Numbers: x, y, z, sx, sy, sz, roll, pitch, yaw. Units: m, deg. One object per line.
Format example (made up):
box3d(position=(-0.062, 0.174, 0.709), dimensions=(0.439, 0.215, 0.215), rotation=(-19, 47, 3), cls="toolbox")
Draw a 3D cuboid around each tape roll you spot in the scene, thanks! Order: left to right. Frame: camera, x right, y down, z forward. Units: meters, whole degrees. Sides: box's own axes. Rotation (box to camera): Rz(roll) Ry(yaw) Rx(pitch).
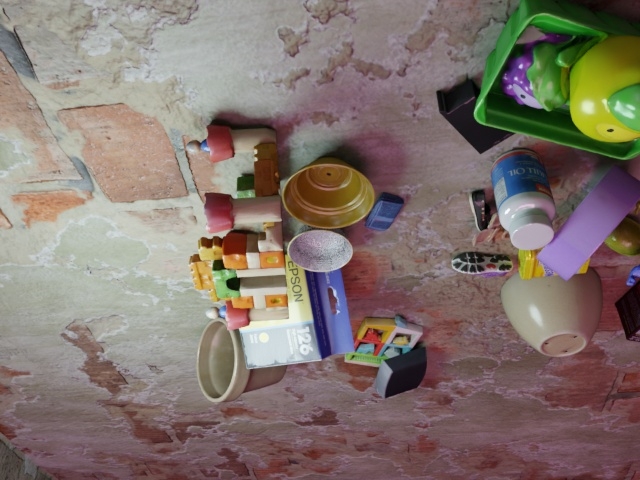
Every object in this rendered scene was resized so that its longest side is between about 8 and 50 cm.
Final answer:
box3d(position=(0.620, -0.039, 1.495), dimensions=(0.090, 0.275, 0.275), rotation=(41, 141, 16), cls="tape roll")

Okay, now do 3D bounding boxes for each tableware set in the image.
box3d(position=(0.468, -0.038, 1.654), dimensions=(0.169, 0.020, 0.141), rotation=(-11, 146, -20), cls="tableware set")

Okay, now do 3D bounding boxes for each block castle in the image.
box3d(position=(-0.192, -0.017, 1.529), dimensions=(0.213, 0.303, 0.453), rotation=(-4, 140, -3), cls="block castle")

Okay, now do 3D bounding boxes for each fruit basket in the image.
box3d(position=(0.494, -0.264, 1.160), dimensions=(0.392, 0.392, 0.283), rotation=(11, 139, -11), cls="fruit basket")

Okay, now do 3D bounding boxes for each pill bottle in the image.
box3d(position=(0.461, -0.091, 1.473), dimensions=(0.124, 0.221, 0.124), rotation=(1, 140, 1), cls="pill bottle")

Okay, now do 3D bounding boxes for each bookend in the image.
box3d(position=(0.353, -0.285, 1.363), dimensions=(0.156, 0.072, 0.157), rotation=(-32, 129, 32), cls="bookend")

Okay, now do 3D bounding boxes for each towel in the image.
box3d(position=(0.163, -0.068, 1.660), dimensions=(0.067, 0.029, 0.119), rotation=(12, 138, -14), cls="towel")

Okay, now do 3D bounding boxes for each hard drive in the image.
box3d(position=(0.277, 0.456, 2.214), dimensions=(0.172, 0.054, 0.254), rotation=(-15, 146, -12), cls="hard drive")

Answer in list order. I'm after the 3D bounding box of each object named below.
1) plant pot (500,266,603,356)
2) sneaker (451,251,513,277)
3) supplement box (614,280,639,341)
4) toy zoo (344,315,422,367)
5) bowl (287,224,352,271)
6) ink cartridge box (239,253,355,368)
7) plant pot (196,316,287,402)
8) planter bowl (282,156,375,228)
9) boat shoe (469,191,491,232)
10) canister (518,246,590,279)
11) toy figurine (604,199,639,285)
box3d(position=(0.674, 0.218, 1.858), dimensions=(0.284, 0.191, 0.284), rotation=(0, 140, 0), cls="plant pot")
box3d(position=(0.444, 0.080, 1.800), dimensions=(0.170, 0.068, 0.071), rotation=(5, 145, -5), cls="sneaker")
box3d(position=(0.946, 0.173, 1.840), dimensions=(0.073, 0.130, 0.239), rotation=(10, 140, -11), cls="supplement box")
box3d(position=(0.209, 0.330, 2.130), dimensions=(0.192, 0.030, 0.293), rotation=(10, 139, -9), cls="toy zoo")
box3d(position=(0.000, 0.000, 1.708), dimensions=(0.170, 0.080, 0.170), rotation=(1, 140, 1), cls="bowl")
box3d(position=(-0.083, 0.187, 1.798), dimensions=(0.307, 0.303, 0.072), rotation=(-11, 180, 17), cls="ink cartridge box")
box3d(position=(-0.238, 0.380, 2.071), dimensions=(0.229, 0.263, 0.263), rotation=(9, 143, -38), cls="plant pot")
box3d(position=(0.020, -0.131, 1.543), dimensions=(0.217, 0.090, 0.217), rotation=(1, 139, 1), cls="planter bowl")
box3d(position=(0.407, -0.069, 1.635), dimensions=(0.042, 0.049, 0.133), rotation=(-6, 135, 22), cls="boat shoe")
box3d(position=(0.625, 0.044, 1.744), dimensions=(0.170, 0.073, 0.126), rotation=(-6, 140, 7), cls="canister")
box3d(position=(0.840, 0.083, 1.559), dimensions=(0.362, 0.217, 0.191), rotation=(40, 135, 5), cls="toy figurine")
